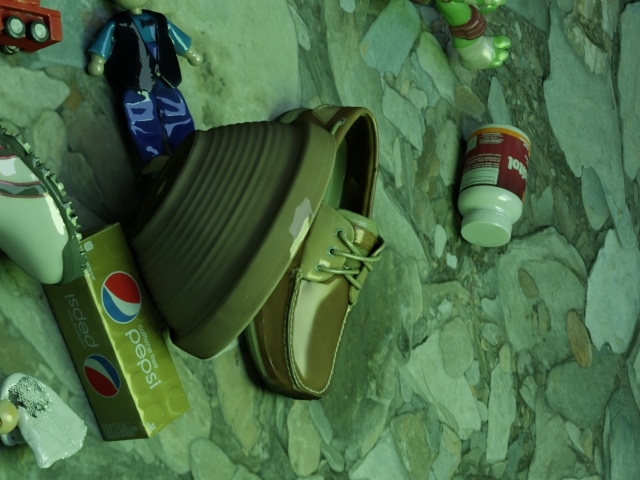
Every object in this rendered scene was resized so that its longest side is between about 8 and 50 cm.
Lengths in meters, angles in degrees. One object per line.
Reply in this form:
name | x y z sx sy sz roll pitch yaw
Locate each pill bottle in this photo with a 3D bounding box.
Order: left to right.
pill bottle | 0.227 -0.072 1.606 0.086 0.086 0.152 39 53 -40

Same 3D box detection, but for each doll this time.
doll | -0.160 -0.162 1.157 0.129 0.046 0.189 -20 97 -40

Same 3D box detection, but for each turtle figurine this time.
turtle figurine | 0.200 -0.352 1.524 0.275 0.198 0.266 -45 147 -2

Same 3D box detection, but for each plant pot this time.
plant pot | -0.094 -0.022 1.083 0.110 0.237 0.237 31 54 -16

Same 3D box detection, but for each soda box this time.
soda box | -0.180 0.081 1.059 0.061 0.058 0.181 -33 107 -51

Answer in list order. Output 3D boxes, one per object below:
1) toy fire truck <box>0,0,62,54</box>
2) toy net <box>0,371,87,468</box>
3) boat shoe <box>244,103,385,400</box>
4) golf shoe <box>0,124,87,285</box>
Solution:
toy fire truck | -0.271 -0.230 1.032 0.192 0.047 0.135 2 79 -51
toy net | -0.280 0.117 0.939 0.232 0.045 0.122 28 39 -49
boat shoe | 0.000 0.000 1.263 0.122 0.120 0.324 24 62 -47
golf shoe | -0.292 -0.057 0.937 0.120 0.105 0.273 -47 113 -29
